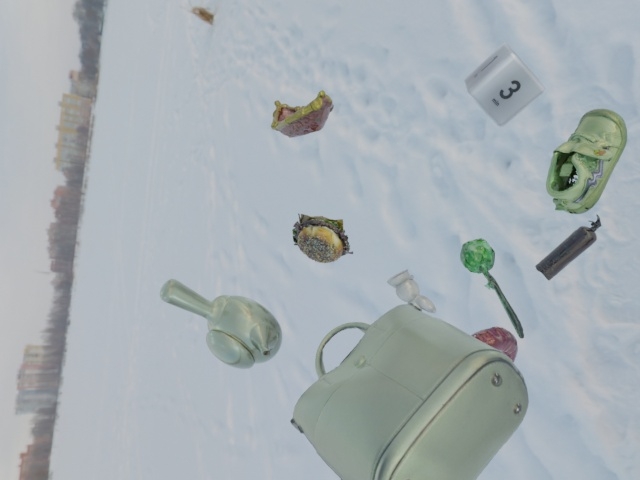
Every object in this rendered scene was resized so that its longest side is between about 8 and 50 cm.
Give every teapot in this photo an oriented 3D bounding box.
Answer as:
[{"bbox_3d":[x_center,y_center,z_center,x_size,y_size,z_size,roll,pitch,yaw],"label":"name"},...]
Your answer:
[{"bbox_3d":[-0.247,0.207,1.185,0.149,0.318,0.220,-58,0,-37],"label":"teapot"}]

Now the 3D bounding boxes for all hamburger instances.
[{"bbox_3d":[-0.003,0.001,1.361,0.189,0.164,0.093,4,46,31],"label":"hamburger"}]

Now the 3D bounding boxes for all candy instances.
[{"bbox_3d":[0.458,0.121,1.237,0.323,0.097,0.097,-104,33,-45],"label":"candy"}]

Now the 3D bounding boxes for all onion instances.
[{"bbox_3d":[0.600,0.399,1.712,0.163,0.229,0.230,-113,38,-63],"label":"onion"}]

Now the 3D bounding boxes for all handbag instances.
[{"bbox_3d":[0.084,0.186,0.594,0.241,0.109,0.315,-41,16,-14],"label":"handbag"}]

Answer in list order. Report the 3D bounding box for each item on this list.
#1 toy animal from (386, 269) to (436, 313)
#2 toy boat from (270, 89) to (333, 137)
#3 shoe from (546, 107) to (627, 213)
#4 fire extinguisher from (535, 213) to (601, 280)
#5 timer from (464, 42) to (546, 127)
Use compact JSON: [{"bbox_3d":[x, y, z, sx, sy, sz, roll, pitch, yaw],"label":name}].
[{"bbox_3d":[0.375,0.227,1.913,0.221,0.103,0.131,55,-173,5],"label":"toy animal"},{"bbox_3d":[-0.050,-0.315,1.182,0.318,0.141,0.099,26,140,64],"label":"toy boat"},{"bbox_3d":[0.645,-0.192,1.135,0.140,0.128,0.262,27,107,48],"label":"shoe"},{"bbox_3d":[0.864,0.022,1.617,0.268,0.089,0.072,-50,34,23],"label":"fire extinguisher"},{"bbox_3d":[0.664,-0.565,1.706,0.195,0.192,0.194,-42,17,30],"label":"timer"}]
